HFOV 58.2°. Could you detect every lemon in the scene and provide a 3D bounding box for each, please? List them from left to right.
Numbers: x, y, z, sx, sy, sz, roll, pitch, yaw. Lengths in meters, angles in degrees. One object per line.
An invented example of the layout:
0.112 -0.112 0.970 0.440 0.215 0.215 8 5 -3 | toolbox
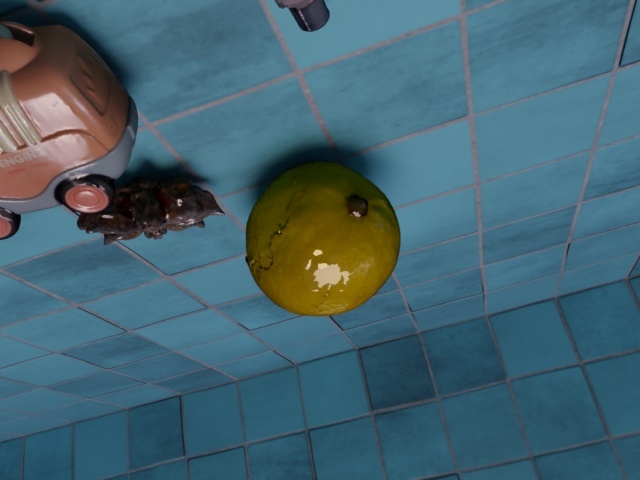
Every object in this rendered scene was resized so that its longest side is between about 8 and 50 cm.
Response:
-0.001 0.000 1.052 0.296 0.297 0.297 -9 153 -5 | lemon

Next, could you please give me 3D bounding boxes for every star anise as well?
-0.301 -0.060 1.004 0.235 0.109 0.223 -9 180 -36 | star anise

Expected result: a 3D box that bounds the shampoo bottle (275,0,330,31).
-0.045 -0.321 0.638 0.072 0.072 0.214 -19 152 14 | shampoo bottle

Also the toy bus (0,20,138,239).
-0.384 -0.149 0.712 0.287 0.194 0.232 -13 145 3 | toy bus
